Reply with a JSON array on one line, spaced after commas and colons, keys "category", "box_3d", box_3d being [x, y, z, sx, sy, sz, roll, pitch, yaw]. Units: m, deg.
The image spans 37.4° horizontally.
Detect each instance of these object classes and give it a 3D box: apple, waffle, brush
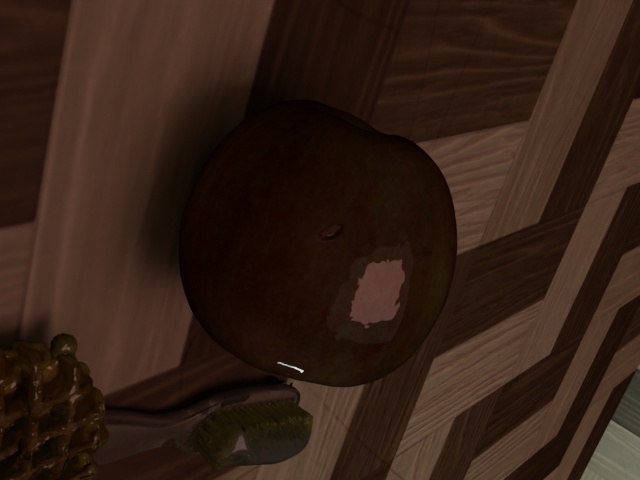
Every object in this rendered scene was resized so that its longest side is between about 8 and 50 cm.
[{"category": "apple", "box_3d": [0.000, 0.000, 0.642, 0.188, 0.188, 0.174, 0, 113, -57]}, {"category": "waffle", "box_3d": [-0.214, 0.141, 0.586, 0.191, 0.038, 0.191, -31, 138, -33]}, {"category": "brush", "box_3d": [-0.098, 0.164, 0.782, 0.313, 0.067, 0.072, 9, 111, -57]}]
